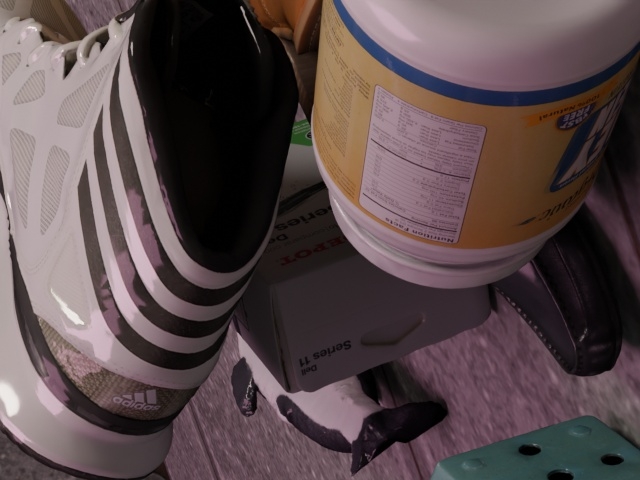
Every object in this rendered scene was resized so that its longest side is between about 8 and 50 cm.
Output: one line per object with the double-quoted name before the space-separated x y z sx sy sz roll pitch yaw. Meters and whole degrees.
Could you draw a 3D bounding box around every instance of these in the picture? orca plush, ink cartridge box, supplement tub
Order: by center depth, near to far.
"supplement tub" 0.070 -0.079 0.703 0.144 0.144 0.199 61 162 27
"ink cartridge box" 0.000 0.000 1.018 0.208 0.153 0.086 43 148 55
"orca plush" 0.023 0.105 1.258 0.287 0.102 0.151 22 86 56

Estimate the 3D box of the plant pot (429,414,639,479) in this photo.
"plant pot" 0.142 0.233 0.850 0.165 0.166 0.234 -141 42 -60

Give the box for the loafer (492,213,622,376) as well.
"loafer" 0.090 -0.011 0.841 0.223 0.078 0.076 60 162 30

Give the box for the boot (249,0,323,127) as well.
"boot" 0.000 -0.209 0.884 0.283 0.109 0.220 99 152 -73

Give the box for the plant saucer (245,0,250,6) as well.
"plant saucer" -0.137 -0.365 1.140 0.333 0.081 0.332 96 150 -57

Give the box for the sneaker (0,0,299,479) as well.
"sneaker" -0.122 -0.091 0.960 0.257 0.169 0.447 -53 41 28
